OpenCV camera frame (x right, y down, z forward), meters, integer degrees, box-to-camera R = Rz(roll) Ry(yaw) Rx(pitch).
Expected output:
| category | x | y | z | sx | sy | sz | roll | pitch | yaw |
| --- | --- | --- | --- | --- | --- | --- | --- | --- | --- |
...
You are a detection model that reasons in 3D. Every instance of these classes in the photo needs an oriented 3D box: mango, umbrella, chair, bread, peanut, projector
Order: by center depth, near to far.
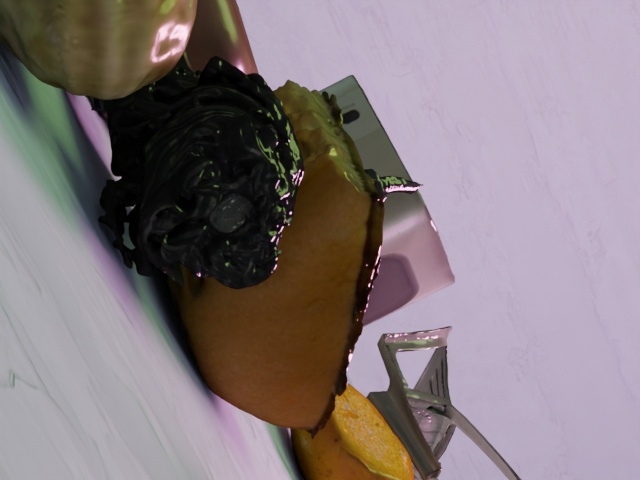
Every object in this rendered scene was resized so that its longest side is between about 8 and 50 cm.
| category | x | y | z | sx | sy | sz | roll | pitch | yaw |
| --- | --- | --- | --- | --- | --- | --- | --- | --- | --- |
| peanut | -0.175 | -0.222 | 0.979 | 0.153 | 0.140 | 0.325 | 92 | -25 | -49 |
| umbrella | -0.102 | -0.085 | 1.069 | 0.128 | 0.154 | 0.336 | 18 | 25 | -24 |
| bread | -0.043 | 0.026 | 1.157 | 0.204 | 0.163 | 0.262 | -119 | -149 | -50 |
| mango | 0.019 | 0.214 | 1.554 | 0.141 | 0.102 | 0.217 | 36 | 15 | -33 |
| chair | 0.108 | 0.234 | 1.717 | 0.203 | 0.190 | 0.274 | -64 | -143 | 32 |
| projector | -0.002 | -0.022 | 1.876 | 0.248 | 0.249 | 0.248 | 64 | 1 | 30 |

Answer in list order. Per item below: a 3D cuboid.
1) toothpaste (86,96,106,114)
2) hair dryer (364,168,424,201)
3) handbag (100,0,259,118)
| category | x | y | z | sx | sy | sz | roll | pitch | yaw |
| --- | --- | --- | --- | --- | --- | --- | --- | --- | --- |
| toothpaste | -0.217 | -0.212 | 1.145 | 0.078 | 0.047 | 0.248 | -122 | -171 | -87 |
| hair dryer | 0.000 | 0.000 | 1.407 | 0.091 | 0.272 | 0.235 | 0 | -71 | 64 |
| handbag | -0.159 | -0.241 | 1.377 | 0.302 | 0.149 | 0.283 | -45 | 114 | -87 |
